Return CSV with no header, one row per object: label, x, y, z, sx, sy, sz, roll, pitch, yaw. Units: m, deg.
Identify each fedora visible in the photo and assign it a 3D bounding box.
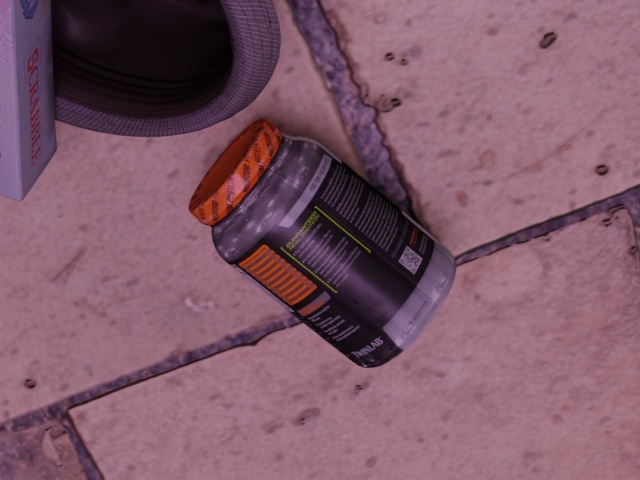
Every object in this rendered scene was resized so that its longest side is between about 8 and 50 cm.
fedora,-0.143,-0.195,1.249,0.275,0.124,0.244,8,135,21

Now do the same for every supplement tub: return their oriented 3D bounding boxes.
supplement tub,0.000,0.000,1.355,0.190,0.117,0.117,40,109,-15

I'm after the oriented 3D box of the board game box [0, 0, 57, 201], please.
board game box,-0.337,-0.197,1.198,0.318,0.066,0.319,17,139,9
